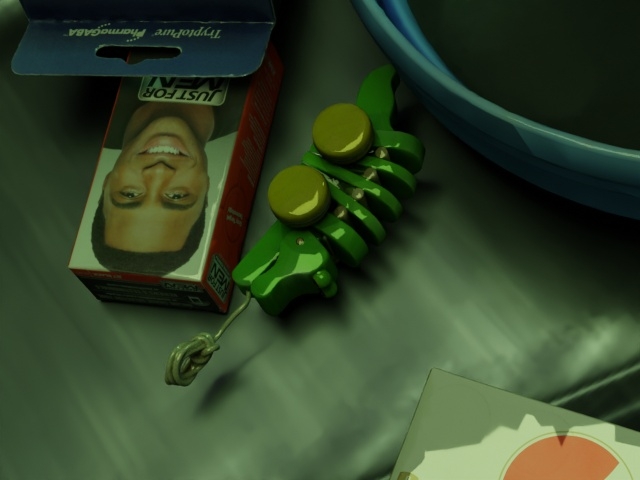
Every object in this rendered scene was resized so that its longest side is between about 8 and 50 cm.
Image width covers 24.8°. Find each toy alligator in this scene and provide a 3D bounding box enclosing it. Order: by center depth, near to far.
[{"bbox_3d":[0.000,0.000,0.681,0.051,0.056,0.190,27,73,24],"label":"toy alligator"}]

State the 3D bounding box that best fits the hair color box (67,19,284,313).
[{"bbox_3d":[-0.069,-0.039,0.725,0.072,0.043,0.141,5,67,16],"label":"hair color box"}]

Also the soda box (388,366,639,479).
[{"bbox_3d":[0.135,0.124,0.585,0.216,0.069,0.074,16,70,20],"label":"soda box"}]

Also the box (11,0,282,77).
[{"bbox_3d":[-0.074,-0.177,0.767,0.136,0.036,0.225,2,53,14],"label":"box"}]

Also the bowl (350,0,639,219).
[{"bbox_3d":[0.195,-0.176,0.688,0.391,0.077,0.391,-5,59,9],"label":"bowl"}]
